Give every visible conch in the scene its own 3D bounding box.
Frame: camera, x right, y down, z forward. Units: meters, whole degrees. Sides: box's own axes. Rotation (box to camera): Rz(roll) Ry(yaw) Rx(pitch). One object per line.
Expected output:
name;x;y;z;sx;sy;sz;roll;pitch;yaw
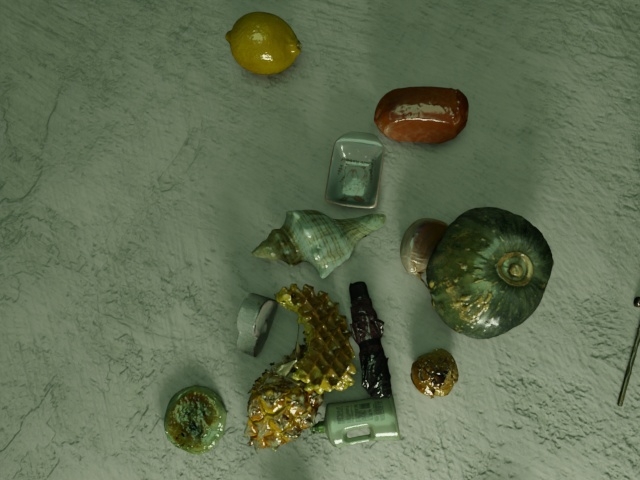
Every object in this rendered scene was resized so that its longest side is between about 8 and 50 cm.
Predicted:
conch;-0.002;0.003;1.457;0.386;0.169;0.203;-8;103;7

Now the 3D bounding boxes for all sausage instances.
sausage;0.289;-0.364;1.499;0.268;0.153;0.141;2;56;7

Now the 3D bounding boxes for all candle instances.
candle;-0.174;0.218;1.445;0.068;0.192;0.168;17;37;11

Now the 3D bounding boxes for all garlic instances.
garlic;0.285;0.029;1.456;0.128;0.090;0.198;23;77;-2

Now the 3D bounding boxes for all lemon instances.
lemon;-0.174;-0.600;1.591;0.244;0.187;0.187;10;80;4

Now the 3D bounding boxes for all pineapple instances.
pineapple;-0.081;0.407;1.360;0.161;0.158;0.334;24;68;41

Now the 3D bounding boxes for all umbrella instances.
umbrella;0.129;0.265;1.411;0.090;0.094;0.326;-7;63;-8

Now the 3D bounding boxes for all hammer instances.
hammer;0.822;0.293;1.366;0.058;0.029;0.292;19;83;12

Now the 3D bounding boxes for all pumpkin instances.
pumpkin;0.419;0.086;1.337;0.291;0.257;0.328;41;79;0

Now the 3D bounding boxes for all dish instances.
dish;0.106;-0.206;1.534;0.154;0.064;0.234;8;80;9

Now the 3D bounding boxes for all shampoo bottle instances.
shampoo bottle;0.087;0.483;1.381;0.234;0.087;0.118;-10;72;5

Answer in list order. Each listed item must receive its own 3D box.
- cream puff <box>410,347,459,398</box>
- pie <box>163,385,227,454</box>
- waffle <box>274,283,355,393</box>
cream puff;0.305;0.350;1.378;0.119;0.104;0.133;40;84;19
pie;-0.352;0.501;1.454;0.186;0.041;0.187;-1;79;6
waffle;-0.005;0.258;1.372;0.069;0.259;0.293;-29;59;32
